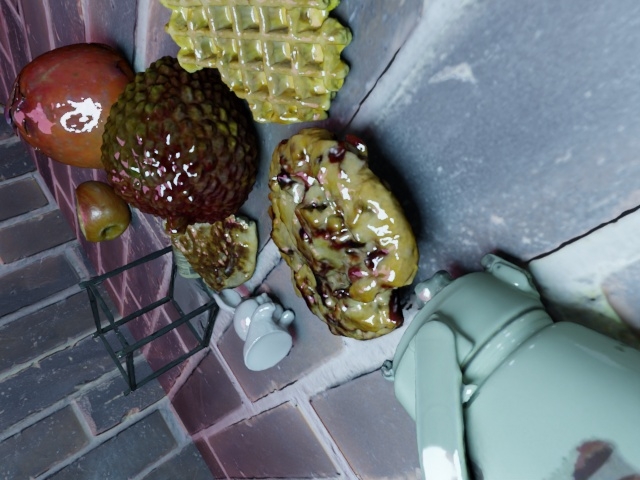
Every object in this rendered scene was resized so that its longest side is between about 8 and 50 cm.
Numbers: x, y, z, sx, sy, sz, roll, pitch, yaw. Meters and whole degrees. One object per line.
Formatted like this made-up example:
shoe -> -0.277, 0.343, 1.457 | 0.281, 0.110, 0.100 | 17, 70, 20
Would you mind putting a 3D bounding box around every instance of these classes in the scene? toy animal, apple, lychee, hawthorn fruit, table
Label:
toy animal -> -0.136, 0.141, 0.913 | 0.221, 0.103, 0.131 | 45, 116, 48
apple -> -0.696, -0.094, 1.439 | 0.173, 0.160, 0.195 | 50, 143, 11
lychee -> -0.209, -0.142, 0.692 | 0.236, 0.235, 0.272 | -7, 85, 55
hawthorn fruit -> -0.540, -0.281, 0.976 | 0.276, 0.307, 0.276 | 35, 132, 52
table -> -0.466, 0.220, 1.252 | 0.222, 0.272, 0.335 | 51, 145, 17

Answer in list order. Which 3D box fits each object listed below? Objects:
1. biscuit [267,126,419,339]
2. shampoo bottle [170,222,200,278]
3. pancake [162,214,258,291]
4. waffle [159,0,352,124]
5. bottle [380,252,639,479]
biscuit -> 0.002, 0.004, 0.599 | 0.290, 0.081, 0.334 | 65, 159, 4
shampoo bottle -> -0.305, 0.007, 1.057 | 0.079, 0.079, 0.162 | 31, 135, 38
pancake -> -0.230, -0.002, 0.939 | 0.244, 0.057, 0.266 | 33, 136, 17
waffle -> -0.081, -0.243, 0.549 | 0.249, 0.056, 0.253 | -16, 117, 46
bottle -> 0.192, 0.169, 0.385 | 0.351, 0.229, 0.229 | 40, 141, 39
